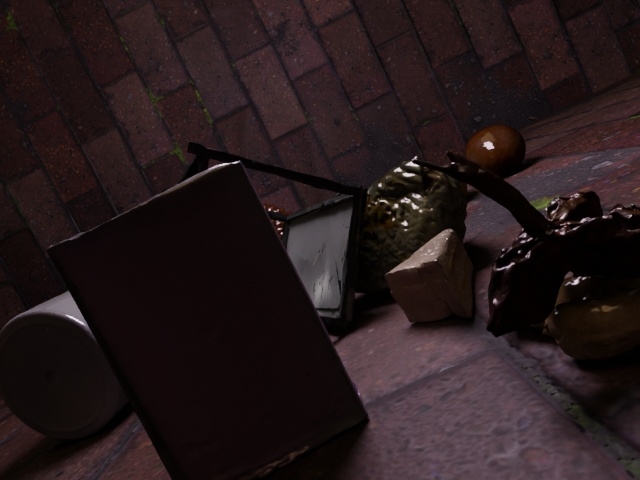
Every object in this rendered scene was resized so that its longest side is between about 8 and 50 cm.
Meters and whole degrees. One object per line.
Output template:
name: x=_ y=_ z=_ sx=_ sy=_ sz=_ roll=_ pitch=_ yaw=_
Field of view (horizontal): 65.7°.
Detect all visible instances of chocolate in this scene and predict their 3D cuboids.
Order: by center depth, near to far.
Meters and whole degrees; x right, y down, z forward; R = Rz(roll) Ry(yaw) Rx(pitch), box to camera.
chocolate: x=0.500 y=-0.245 z=1.401 sx=0.176 sy=0.177 sz=0.177 roll=-26 pitch=6 yaw=3

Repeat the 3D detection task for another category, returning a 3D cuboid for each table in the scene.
table: x=-0.129 y=0.015 z=0.821 sx=0.272 sy=0.222 sz=0.335 roll=12 pitch=-10 yaw=-22

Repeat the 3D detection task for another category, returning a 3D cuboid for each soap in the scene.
soap: x=-0.095 y=0.079 z=0.451 sx=0.181 sy=0.259 sz=0.081 roll=-28 pitch=5 yaw=-4

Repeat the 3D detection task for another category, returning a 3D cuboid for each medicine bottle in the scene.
medicine bottle: x=-0.415 y=0.199 z=0.909 sx=0.238 sy=0.238 sz=0.232 roll=-25 pitch=6 yaw=16

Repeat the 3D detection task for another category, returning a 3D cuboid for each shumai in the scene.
shumai: x=0.155 y=-0.014 z=0.832 sx=0.218 sy=0.189 sz=0.256 roll=-1 pitch=-22 yaw=-47

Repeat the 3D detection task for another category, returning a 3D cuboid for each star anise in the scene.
star anise: x=0.163 y=-0.026 z=0.369 sx=0.140 sy=0.144 sz=0.158 roll=-27 pitch=10 yaw=20

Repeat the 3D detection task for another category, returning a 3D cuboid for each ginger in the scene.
ginger: x=0.228 y=0.039 z=0.416 sx=0.133 sy=0.059 sz=0.214 roll=-35 pitch=5 yaw=-4

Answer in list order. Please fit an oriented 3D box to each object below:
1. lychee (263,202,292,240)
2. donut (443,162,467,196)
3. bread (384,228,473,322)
lychee: x=-0.146 y=0.022 z=1.277 sx=0.267 sy=0.267 sz=0.267 roll=-26 pitch=6 yaw=3
donut: x=0.283 y=-0.121 z=1.358 sx=0.277 sy=0.108 sz=0.277 roll=-26 pitch=5 yaw=2
bread: x=0.166 y=0.033 z=0.614 sx=0.152 sy=0.077 sz=0.105 roll=-34 pitch=5 yaw=-35
